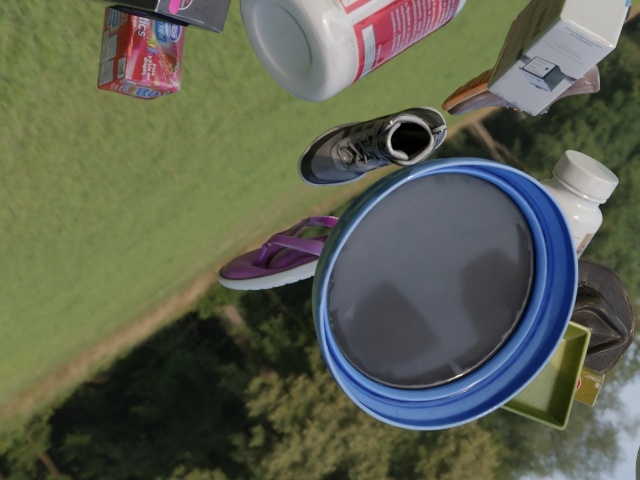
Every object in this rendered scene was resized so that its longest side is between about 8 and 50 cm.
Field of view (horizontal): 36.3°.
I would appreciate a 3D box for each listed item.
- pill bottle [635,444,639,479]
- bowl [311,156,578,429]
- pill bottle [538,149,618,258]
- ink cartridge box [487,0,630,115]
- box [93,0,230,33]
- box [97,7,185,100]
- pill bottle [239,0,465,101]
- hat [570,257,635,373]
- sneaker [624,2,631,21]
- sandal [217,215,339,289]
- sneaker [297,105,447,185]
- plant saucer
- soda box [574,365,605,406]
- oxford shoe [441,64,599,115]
[{"bbox_3d":[0.596,0.324,1.298,0.176,0.176,0.319,-36,-168,-27],"label":"pill bottle"},{"bbox_3d":[0.170,0.070,1.352,0.391,0.391,0.077,-35,-154,-6],"label":"bowl"},{"bbox_3d":[0.406,-0.033,1.676,0.229,0.131,0.131,-63,169,25],"label":"pill bottle"},{"bbox_3d":[0.302,-0.264,1.223,0.139,0.082,0.190,-65,-173,-24],"label":"ink cartridge box"},{"bbox_3d":[-0.271,-0.442,1.557,0.270,0.165,0.143,21,-172,40],"label":"box"},{"bbox_3d":[-0.345,-0.415,1.906,0.123,0.256,0.128,9,172,-37],"label":"box"},{"bbox_3d":[0.091,-0.412,1.577,0.408,0.229,0.229,-35,-179,-25],"label":"pill bottle"},{"bbox_3d":[0.609,0.194,2.234,0.331,0.331,0.134,-35,-165,-11],"label":"hat"},{"bbox_3d":[0.362,-0.357,1.369,0.077,0.178,0.072,-10,133,-53],"label":"sneaker"},{"bbox_3d":[-0.001,-0.005,1.876,0.417,0.102,0.169,-13,-162,1],"label":"sandal"},{"bbox_3d":[0.086,-0.158,1.637,0.269,0.101,0.153,-19,-173,4],"label":"sneaker"},{"bbox_3d":[0.356,0.212,1.696,0.045,0.188,0.188,139,-28,-73],"label":"plant saucer"},{"bbox_3d":[0.468,0.263,1.942,0.058,0.181,0.061,-10,120,-70],"label":"soda box"},{"bbox_3d":[0.443,-0.329,2.185,0.364,0.132,0.130,-15,-159,34],"label":"oxford shoe"}]
